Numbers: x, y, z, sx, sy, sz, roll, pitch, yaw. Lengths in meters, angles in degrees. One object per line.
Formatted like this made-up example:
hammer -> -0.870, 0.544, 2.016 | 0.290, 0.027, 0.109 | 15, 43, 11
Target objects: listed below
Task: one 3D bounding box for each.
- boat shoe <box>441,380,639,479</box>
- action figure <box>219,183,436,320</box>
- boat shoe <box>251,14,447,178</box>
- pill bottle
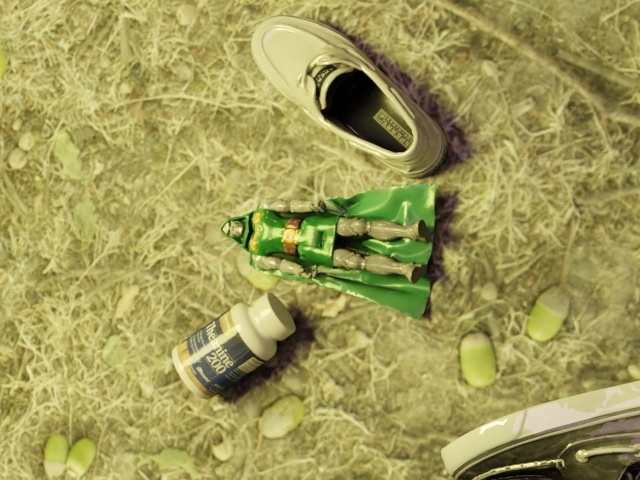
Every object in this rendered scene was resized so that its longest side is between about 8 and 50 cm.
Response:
boat shoe -> 0.261, 0.194, 1.390 | 0.301, 0.108, 0.102 | -15, 73, 12
action figure -> 0.000, 0.000, 1.557 | 0.232, 0.063, 0.137 | 6, 85, 27
boat shoe -> 0.021, -0.161, 1.562 | 0.258, 0.084, 0.095 | 35, 94, 24
pill bottle -> -0.088, 0.106, 1.566 | 0.120, 0.067, 0.067 | -35, 69, 13
